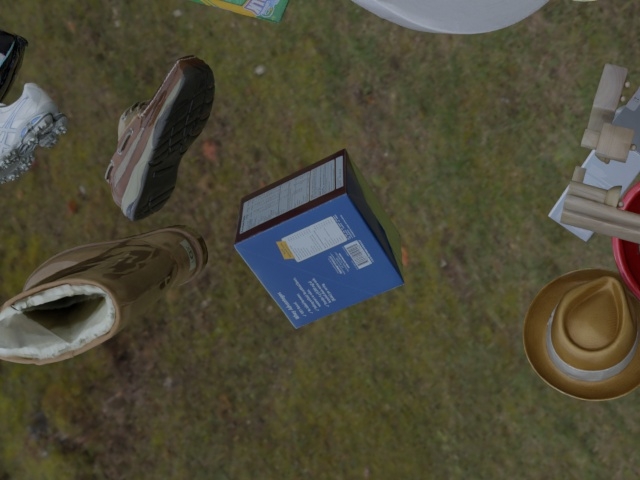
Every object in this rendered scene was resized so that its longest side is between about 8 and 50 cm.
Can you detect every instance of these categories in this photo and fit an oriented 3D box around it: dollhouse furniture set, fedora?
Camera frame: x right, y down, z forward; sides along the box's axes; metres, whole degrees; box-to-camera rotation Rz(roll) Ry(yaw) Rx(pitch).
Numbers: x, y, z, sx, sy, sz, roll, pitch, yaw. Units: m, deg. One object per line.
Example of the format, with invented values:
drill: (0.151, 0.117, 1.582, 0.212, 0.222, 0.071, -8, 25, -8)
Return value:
dollhouse furniture set: (0.351, -0.088, 1.045, 0.123, 0.151, 0.144, 17, 173, 14)
fedora: (0.358, 0.110, 1.233, 0.194, 0.194, 0.079, 41, 164, 27)

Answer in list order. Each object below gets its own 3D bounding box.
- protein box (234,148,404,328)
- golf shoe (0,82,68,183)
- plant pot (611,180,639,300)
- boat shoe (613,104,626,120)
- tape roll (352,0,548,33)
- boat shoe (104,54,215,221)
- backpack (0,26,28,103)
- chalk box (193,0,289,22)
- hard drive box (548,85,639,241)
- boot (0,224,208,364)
protein box: (0.000, 0.000, 1.518, 0.201, 0.136, 0.200, -24, 122, 18)
golf shoe: (-0.420, -0.140, 1.272, 0.176, 0.069, 0.086, -36, 76, 17)
plant pot: (0.505, -0.004, 1.219, 0.191, 0.174, 0.191, 21, 116, 53)
boat shoe: (0.792, -0.225, 2.060, 0.320, 0.103, 0.118, 20, 145, 12)
tape roll: (0.167, -0.447, 1.142, 0.392, 0.392, 0.072, 69, 167, -19)
boat shoe: (-0.288, -0.178, 1.583, 0.120, 0.122, 0.324, 43, 124, 16)
backpack: (-0.556, -0.254, 1.465, 0.144, 0.188, 0.166, 22, -173, -18)
chalk box: (-0.121, -0.535, 1.730, 0.180, 0.289, 0.179, 119, 157, -50)
hard drive box: (0.530, -0.138, 1.695, 0.089, 0.181, 0.232, 36, 141, 12)
boot: (-0.248, 0.057, 0.918, 0.236, 0.269, 0.089, -23, 96, 15)
